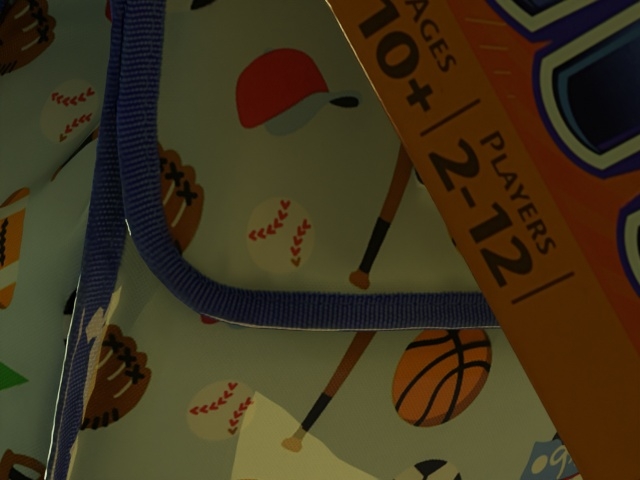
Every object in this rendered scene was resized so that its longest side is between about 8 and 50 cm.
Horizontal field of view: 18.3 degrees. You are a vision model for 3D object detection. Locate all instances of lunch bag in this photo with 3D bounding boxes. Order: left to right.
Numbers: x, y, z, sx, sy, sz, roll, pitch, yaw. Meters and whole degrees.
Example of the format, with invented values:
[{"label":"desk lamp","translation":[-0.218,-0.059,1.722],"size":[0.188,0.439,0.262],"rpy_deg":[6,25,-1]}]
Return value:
[{"label":"lunch bag","translation":[0.000,0.000,0.893],"size":[0.327,0.385,0.239],"rpy_deg":[1,-150,-33]}]

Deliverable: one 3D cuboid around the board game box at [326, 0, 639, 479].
[{"label":"board game box","translation":[0.263,-0.108,0.637],"size":[0.356,0.357,0.356],"rpy_deg":[-29,178,43]}]
